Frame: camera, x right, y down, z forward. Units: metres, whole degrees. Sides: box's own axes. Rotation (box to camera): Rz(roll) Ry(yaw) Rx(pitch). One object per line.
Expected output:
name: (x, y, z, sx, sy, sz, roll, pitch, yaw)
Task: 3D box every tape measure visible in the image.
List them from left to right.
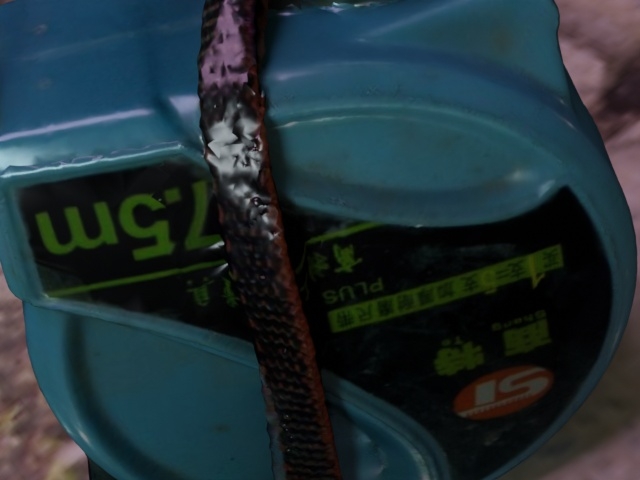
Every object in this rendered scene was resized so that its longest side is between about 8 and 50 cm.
tape measure: (0.000, 0.000, 0.387, 0.125, 0.146, 0.081, -12, 40, -2)
